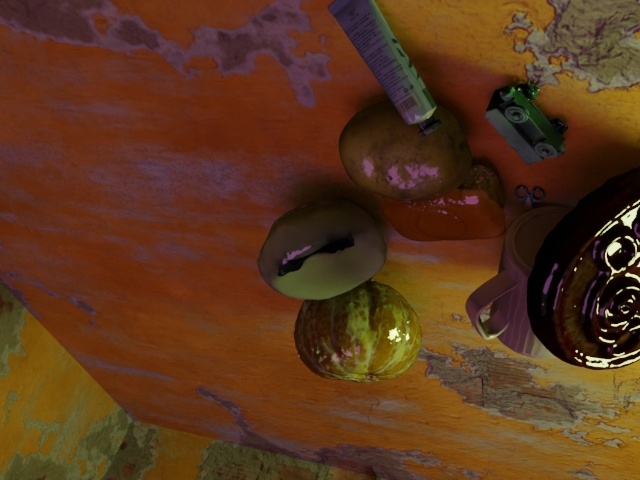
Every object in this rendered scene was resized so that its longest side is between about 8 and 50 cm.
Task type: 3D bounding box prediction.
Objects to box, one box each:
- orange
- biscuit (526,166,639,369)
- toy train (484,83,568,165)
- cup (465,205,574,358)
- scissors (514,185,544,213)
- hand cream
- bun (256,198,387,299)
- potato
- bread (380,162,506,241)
[{"bbox_3d":[0.095,0.227,1.860,0.329,0.249,0.329,1,165,0],"label":"orange"},{"bbox_3d":[0.557,0.062,1.311,0.407,0.091,0.408,-10,123,-16],"label":"biscuit"},{"bbox_3d":[0.354,-0.201,1.286,0.172,0.070,0.099,40,153,-26],"label":"toy train"},{"bbox_3d":[0.434,0.090,1.511,0.288,0.208,0.273,-2,142,6],"label":"cup"},{"bbox_3d":[0.419,-0.066,1.490,0.058,0.014,0.119,9,142,20],"label":"scissors"},{"bbox_3d":[0.114,-0.298,1.238,0.271,0.058,0.091,55,142,-6],"label":"hand cream"},{"bbox_3d":[0.000,0.000,1.671,0.293,0.187,0.293,-10,149,-6],"label":"bun"},{"bbox_3d":[0.157,-0.165,1.365,0.228,0.197,0.148,-17,176,28],"label":"potato"},{"bbox_3d":[0.248,-0.072,1.481,0.245,0.121,0.174,-3,139,29],"label":"bread"}]
